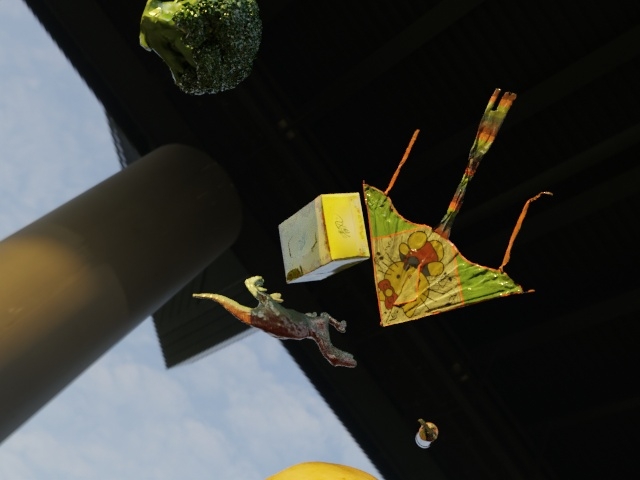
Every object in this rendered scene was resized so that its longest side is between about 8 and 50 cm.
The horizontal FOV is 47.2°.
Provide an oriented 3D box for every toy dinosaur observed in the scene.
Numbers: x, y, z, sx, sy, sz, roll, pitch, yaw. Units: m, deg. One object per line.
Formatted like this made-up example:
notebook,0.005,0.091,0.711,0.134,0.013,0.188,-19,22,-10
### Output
toy dinosaur,-0.072,0.123,1.125,0.242,0.167,0.053,12,-57,-28

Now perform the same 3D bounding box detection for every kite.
kite,0.119,-0.023,0.667,0.198,0.006,0.244,32,-82,30

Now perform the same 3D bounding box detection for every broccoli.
broccoli,-0.155,-0.289,0.993,0.156,0.195,0.195,16,-55,3

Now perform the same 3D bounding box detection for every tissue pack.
tissue pack,0.000,0.000,1.062,0.176,0.062,0.095,151,-67,-65

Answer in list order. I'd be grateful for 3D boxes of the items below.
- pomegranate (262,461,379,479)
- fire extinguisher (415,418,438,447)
pomegranate,0.002,0.264,0.556,0.191,0.191,0.191,13,-57,22
fire extinguisher,0.119,0.219,0.833,0.028,0.022,0.083,46,-12,19
